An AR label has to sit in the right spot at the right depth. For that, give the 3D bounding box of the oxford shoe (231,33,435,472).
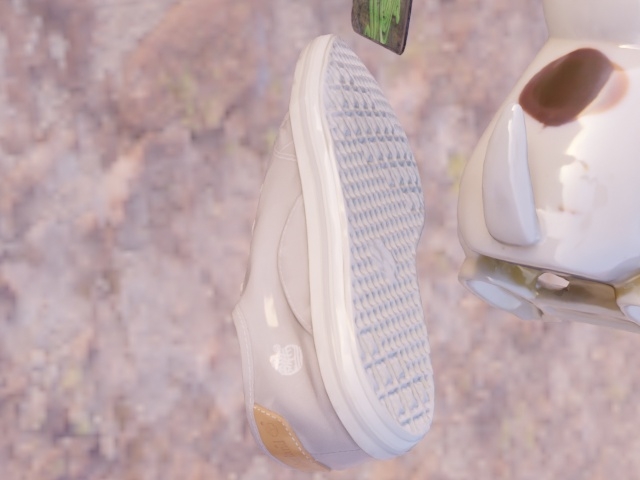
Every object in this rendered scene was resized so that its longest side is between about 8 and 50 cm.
[{"bbox_3d":[0.000,0.000,1.533,0.169,0.130,0.449,44,30,-34],"label":"oxford shoe"}]

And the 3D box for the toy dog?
[{"bbox_3d":[0.275,-0.138,1.944,0.395,0.284,0.408,30,73,-44],"label":"toy dog"}]

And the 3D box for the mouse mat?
[{"bbox_3d":[0.063,-0.275,1.816,0.152,0.007,0.190,-140,-127,-67],"label":"mouse mat"}]
